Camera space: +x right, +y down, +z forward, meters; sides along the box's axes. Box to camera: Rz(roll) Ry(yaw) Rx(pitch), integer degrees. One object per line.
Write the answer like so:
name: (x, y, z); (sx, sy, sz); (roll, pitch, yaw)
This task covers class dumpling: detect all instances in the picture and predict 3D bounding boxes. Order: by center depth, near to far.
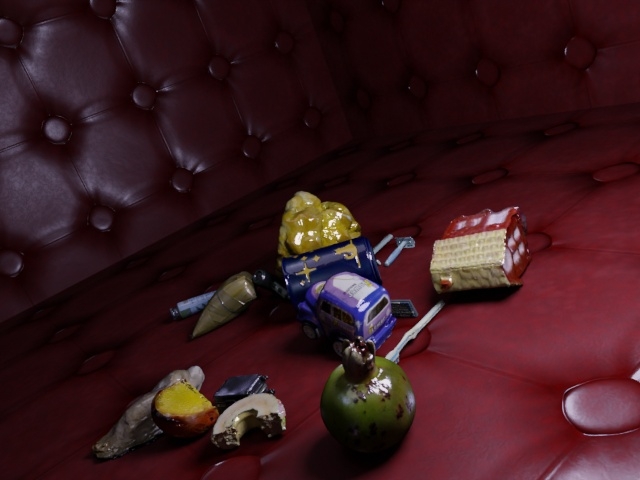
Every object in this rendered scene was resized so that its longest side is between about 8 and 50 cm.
dumpling: (-0.405, 0.408, 1.447); (0.166, 0.086, 0.332); (-5, 28, 48)

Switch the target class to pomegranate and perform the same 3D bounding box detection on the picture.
pomegranate: (0.083, 0.275, 1.086); (0.179, 0.211, 0.179); (-8, -3, 0)

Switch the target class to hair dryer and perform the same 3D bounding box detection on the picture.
hair dryer: (-0.129, 0.156, 1.873); (0.197, 0.100, 0.057); (28, 91, 48)

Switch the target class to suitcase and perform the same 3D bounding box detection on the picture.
suitcase: (-0.181, 0.358, 1.374); (0.126, 0.059, 0.086); (-13, 19, 31)

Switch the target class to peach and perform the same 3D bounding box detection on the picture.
peach: (-0.304, 0.395, 1.351); (0.172, 0.093, 0.127); (8, 30, 23)

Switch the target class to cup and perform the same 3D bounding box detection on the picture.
cup: (0.047, 0.135, 1.680); (0.256, 0.255, 0.178); (-16, -19, 7)

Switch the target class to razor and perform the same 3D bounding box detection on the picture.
razor: (0.239, 0.038, 1.866); (0.068, 0.040, 0.135); (-6, 28, 41)
razor: (0.192, 0.025, 1.950); (0.084, 0.036, 0.211); (-7, 23, 33)

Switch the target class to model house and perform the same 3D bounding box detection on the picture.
model house: (0.396, 0.047, 1.463); (0.196, 0.160, 0.254); (-8, 24, 36)

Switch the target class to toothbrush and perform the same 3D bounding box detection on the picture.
toothbrush: (0.225, 0.211, 1.386); (0.026, 0.028, 0.294); (-4, 24, 40)

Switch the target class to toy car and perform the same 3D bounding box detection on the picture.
toy car: (0.059, 0.164, 1.446); (0.235, 0.158, 0.172); (21, 42, 32)

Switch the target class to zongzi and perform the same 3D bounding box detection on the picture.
zongzi: (-0.313, 0.213, 1.922); (0.256, 0.115, 0.228); (-45, 6, 1)

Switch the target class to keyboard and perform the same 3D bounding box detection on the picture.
keyboard: (0.165, 0.175, 1.517); (0.176, 0.055, 0.014); (-5, 34, 40)

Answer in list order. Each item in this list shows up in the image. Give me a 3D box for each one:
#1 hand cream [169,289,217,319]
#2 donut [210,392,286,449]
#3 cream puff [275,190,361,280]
hand cream: (-0.391, 0.207, 2.063); (0.271, 0.058, 0.091); (-22, 6, -14)
donut: (-0.147, 0.382, 1.252); (0.166, 0.065, 0.108); (-21, 18, 5)
cream puff: (0.000, 0.001, 1.905); (0.257, 0.291, 0.324); (7, -5, 4)
